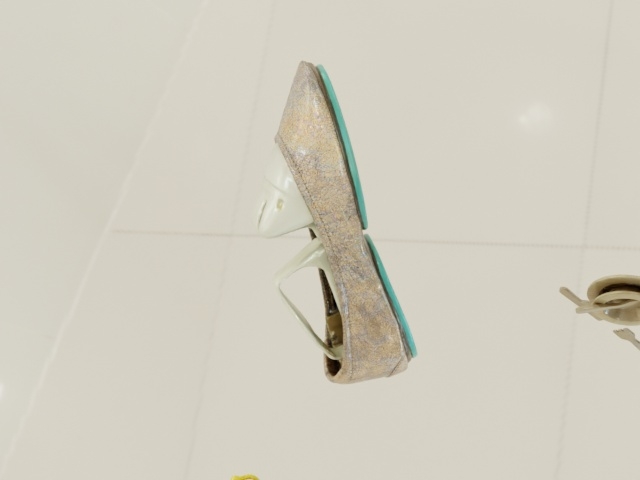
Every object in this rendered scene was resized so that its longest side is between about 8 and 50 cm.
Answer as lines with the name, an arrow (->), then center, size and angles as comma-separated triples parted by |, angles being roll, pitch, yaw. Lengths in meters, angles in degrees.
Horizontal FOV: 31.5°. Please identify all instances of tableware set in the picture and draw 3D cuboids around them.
tableware set -> 0.371, 0.098, 1.259 | 0.128, 0.194, 0.039 | -20, 46, 44

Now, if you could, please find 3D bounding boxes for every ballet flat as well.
ballet flat -> 0.000, 0.000, 1.015 | 0.106, 0.316, 0.107 | -20, 21, -4

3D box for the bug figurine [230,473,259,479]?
bug figurine -> 0.035, 0.313, 1.052 | 0.072, 0.279, 0.216 | -64, 26, 9
